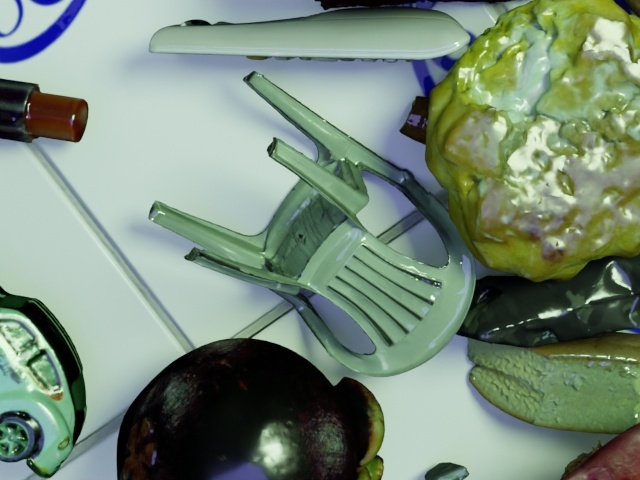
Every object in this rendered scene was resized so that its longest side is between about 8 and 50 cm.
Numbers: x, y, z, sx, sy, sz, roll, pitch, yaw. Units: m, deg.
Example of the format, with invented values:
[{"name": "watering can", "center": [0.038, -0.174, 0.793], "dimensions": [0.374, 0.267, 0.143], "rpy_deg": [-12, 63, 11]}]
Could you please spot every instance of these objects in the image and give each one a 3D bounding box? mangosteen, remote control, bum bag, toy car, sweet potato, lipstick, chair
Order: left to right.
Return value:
[{"name": "lipstick", "center": [-0.395, -0.149, 1.029], "dimensions": [0.299, 0.081, 0.081], "rpy_deg": [8, 103, 3]}, {"name": "toy car", "center": [-0.352, 0.113, 1.058], "dimensions": [0.125, 0.136, 0.306], "rpy_deg": [-33, 96, -3]}, {"name": "mangosteen", "center": [-0.058, 0.239, 1.016], "dimensions": [0.302, 0.275, 0.275], "rpy_deg": [11, 106, -35]}, {"name": "remote control", "center": [-0.009, -0.209, 0.969], "dimensions": [0.313, 0.109, 0.055], "rpy_deg": [2, 103, 4]}, {"name": "chair", "center": [0.000, 0.000, 0.981], "dimensions": [0.274, 0.190, 0.203], "rpy_deg": [28, 105, -31]}, {"name": "sweet potato", "center": [0.142, -0.119, 1.014], "dimensions": [0.117, 0.049, 0.049], "rpy_deg": [13, 103, -9]}, {"name": "bum bag", "center": [0.296, 0.050, 0.981], "dimensions": [0.340, 0.144, 0.095], "rpy_deg": [-14, 103, 8]}]

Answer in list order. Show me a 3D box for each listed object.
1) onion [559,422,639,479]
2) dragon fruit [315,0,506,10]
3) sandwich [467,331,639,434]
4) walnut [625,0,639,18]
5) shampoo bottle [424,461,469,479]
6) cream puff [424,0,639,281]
[{"name": "onion", "center": [0.344, 0.326, 0.930], "dimensions": [0.347, 0.347, 0.285], "rpy_deg": [-47, 52, 12]}, {"name": "dragon fruit", "center": [0.040, -0.355, 0.917], "dimensions": [0.240, 0.302, 0.330], "rpy_deg": [-23, 84, 40]}, {"name": "sandwich", "center": [0.285, 0.147, 1.033], "dimensions": [0.258, 0.096, 0.094], "rpy_deg": [2, 108, 7]}, {"name": "walnut", "center": [0.349, -0.282, 0.904], "dimensions": [0.159, 0.159, 0.207], "rpy_deg": [-33, 102, 11]}, {"name": "shampoo bottle", "center": [0.204, 0.393, 1.102], "dimensions": [0.098, 0.071, 0.309], "rpy_deg": [-27, 97, 13]}, {"name": "cream puff", "center": [0.231, -0.102, 0.934], "dimensions": [0.281, 0.185, 0.282], "rpy_deg": [2, 103, 6]}]
